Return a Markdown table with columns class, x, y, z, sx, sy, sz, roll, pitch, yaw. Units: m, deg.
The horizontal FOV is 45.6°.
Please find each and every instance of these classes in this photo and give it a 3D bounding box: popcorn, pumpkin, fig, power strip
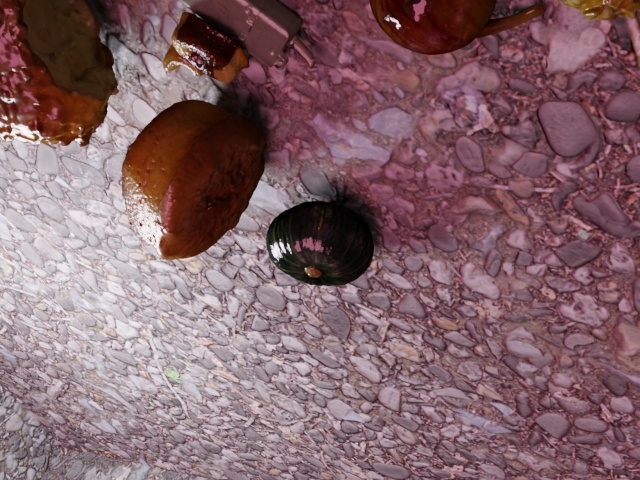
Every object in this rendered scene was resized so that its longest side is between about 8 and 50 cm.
| class | x | y | z | sx | sy | sz | roll | pitch | yaw |
| --- | --- | --- | --- | --- | --- | --- | --- | --- | --- |
| popcorn | 0.349 | -0.320 | 0.931 | 0.116 | 0.121 | 0.106 | 50 | 172 | -13 |
| pumpkin | 0.000 | 0.002 | 1.482 | 0.211 | 0.152 | 0.211 | 5 | 143 | 3 |
| fig | 0.174 | -0.317 | 1.019 | 0.175 | 0.175 | 0.207 | -16 | 142 | 43 |
| power strip | -0.127 | -0.367 | 1.227 | 0.288 | 0.053 | 0.093 | 35 | 142 | -7 |

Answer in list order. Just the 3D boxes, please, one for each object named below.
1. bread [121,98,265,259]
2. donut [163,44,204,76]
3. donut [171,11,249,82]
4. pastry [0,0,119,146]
| class | x | y | z | sx | sy | sz | roll | pitch | yaw |
| --- | --- | --- | --- | --- | --- | --- | --- | --- | --- |
| bread | -0.227 | -0.116 | 1.392 | 0.172 | 0.312 | 0.312 | 34 | 143 | 14 |
| donut | -0.243 | -0.318 | 1.369 | 0.083 | 0.038 | 0.067 | 41 | 138 | -11 |
| donut | -0.185 | -0.319 | 1.274 | 0.140 | 0.059 | 0.140 | 34 | 172 | 5 |
| pastry | -0.556 | -0.347 | 1.331 | 0.337 | 0.292 | 0.405 | -5 | 133 | 21 |
